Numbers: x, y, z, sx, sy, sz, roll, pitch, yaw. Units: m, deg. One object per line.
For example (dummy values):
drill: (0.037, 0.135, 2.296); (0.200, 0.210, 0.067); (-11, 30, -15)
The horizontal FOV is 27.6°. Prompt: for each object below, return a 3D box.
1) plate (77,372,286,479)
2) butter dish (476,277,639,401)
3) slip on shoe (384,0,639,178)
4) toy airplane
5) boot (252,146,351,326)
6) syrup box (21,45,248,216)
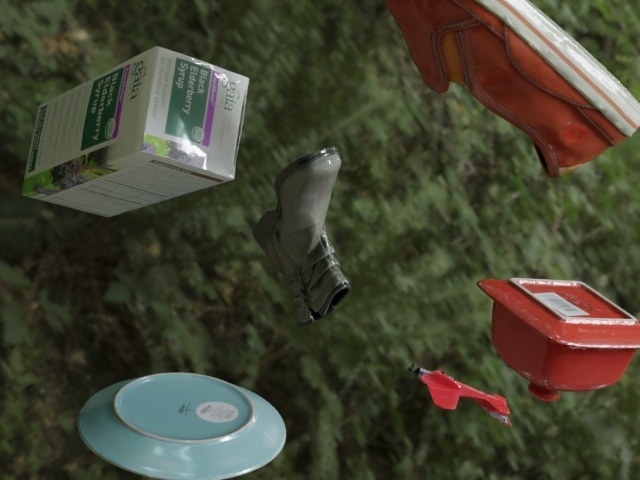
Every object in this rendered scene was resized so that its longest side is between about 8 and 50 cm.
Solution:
plate: (-0.123, 0.157, 1.170); (0.188, 0.188, 0.024); (-67, 165, -69)
butter dish: (0.251, 0.115, 1.378); (0.159, 0.118, 0.160); (4, 21, -30)
slip on shoe: (0.104, -0.164, 0.995); (0.331, 0.101, 0.123); (37, 17, -18)
toy airplane: (0.179, 0.192, 1.637); (0.151, 0.028, 0.151); (25, 10, -5)
boot: (0.000, 0.000, 1.667); (0.083, 0.246, 0.161); (-19, 68, -27)
syrup box: (-0.167, -0.089, 1.146); (0.096, 0.237, 0.093); (15, 74, -32)
